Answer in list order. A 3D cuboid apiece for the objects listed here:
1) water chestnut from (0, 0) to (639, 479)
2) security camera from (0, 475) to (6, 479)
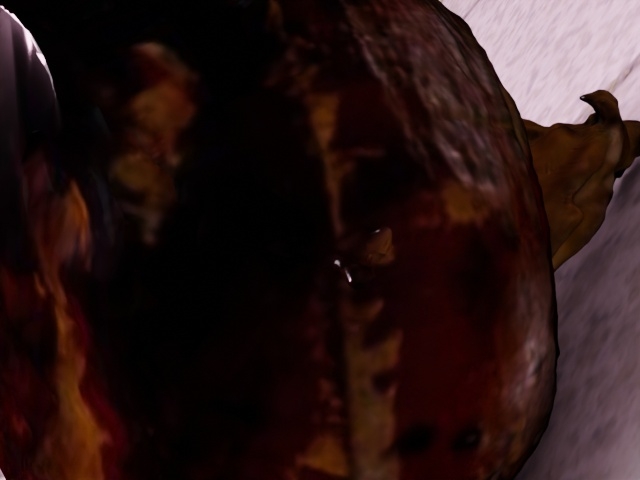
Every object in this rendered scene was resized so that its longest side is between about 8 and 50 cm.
[{"bbox_3d":[0.000,0.000,0.600,0.335,0.347,0.335,170,90,-68],"label":"water chestnut"},{"bbox_3d":[-0.166,0.251,0.812,0.236,0.194,0.194,-63,10,-29],"label":"security camera"}]
